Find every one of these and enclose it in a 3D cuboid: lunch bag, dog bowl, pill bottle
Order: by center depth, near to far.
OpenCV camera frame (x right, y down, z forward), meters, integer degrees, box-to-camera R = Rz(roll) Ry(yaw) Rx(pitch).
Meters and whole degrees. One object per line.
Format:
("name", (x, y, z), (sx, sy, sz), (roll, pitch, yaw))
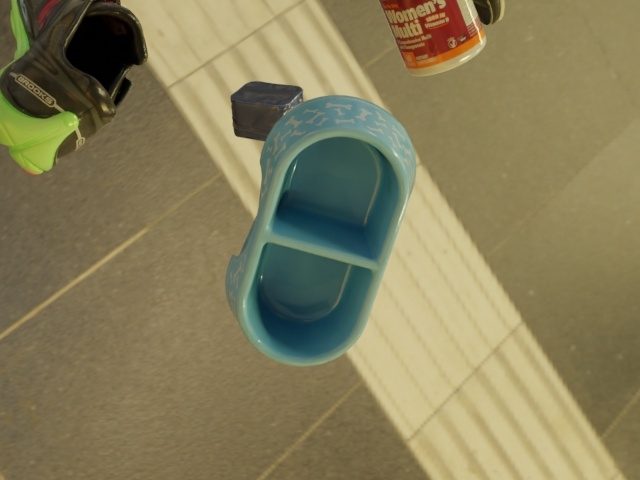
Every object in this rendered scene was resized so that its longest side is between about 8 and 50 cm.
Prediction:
("dog bowl", (0.000, 0.000, 1.203), (0.166, 0.074, 0.297), (15, 110, -8))
("lunch bag", (-0.070, -0.161, 1.484), (0.067, 0.099, 0.065), (-46, 140, -48))
("pill bottle", (0.137, -0.348, 1.587), (0.121, 0.121, 0.221), (-40, 116, -33))

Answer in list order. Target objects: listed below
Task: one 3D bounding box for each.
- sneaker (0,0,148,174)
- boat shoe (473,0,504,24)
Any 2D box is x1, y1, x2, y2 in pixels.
("sneaker", (-0.332, -0.276, 1.632), (0.482, 0.202, 0.185), (-96, 160, -47))
("boat shoe", (0.242, -0.437, 1.901), (0.079, 0.084, 0.233), (-40, 141, -6))
